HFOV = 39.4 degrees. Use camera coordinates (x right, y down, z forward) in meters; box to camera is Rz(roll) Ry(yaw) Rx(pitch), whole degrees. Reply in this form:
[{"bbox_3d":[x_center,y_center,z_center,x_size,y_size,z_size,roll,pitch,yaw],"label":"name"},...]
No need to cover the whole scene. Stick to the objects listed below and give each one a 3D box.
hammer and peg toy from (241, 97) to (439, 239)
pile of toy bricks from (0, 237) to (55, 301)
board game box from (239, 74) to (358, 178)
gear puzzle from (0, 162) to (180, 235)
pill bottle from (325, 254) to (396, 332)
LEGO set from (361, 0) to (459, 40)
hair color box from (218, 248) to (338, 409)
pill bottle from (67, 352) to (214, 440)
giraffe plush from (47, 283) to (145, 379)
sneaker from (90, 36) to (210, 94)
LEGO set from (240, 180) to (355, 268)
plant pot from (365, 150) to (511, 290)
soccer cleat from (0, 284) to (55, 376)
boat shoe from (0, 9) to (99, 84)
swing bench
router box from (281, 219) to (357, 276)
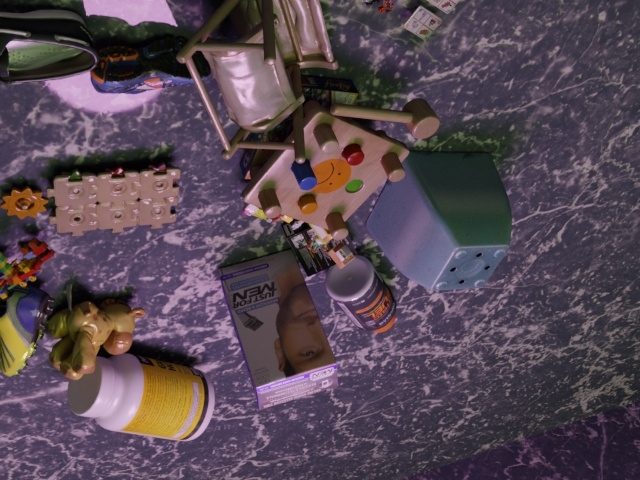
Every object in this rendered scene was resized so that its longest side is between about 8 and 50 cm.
[{"bbox_3d":[0.039,-0.172,1.742,0.266,0.127,0.361,17,128,-39],"label":"hammer and peg toy"},{"bbox_3d":[-0.635,0.048,1.767,0.212,0.118,0.105,-26,118,31],"label":"pile of toy bricks"},{"bbox_3d":[-0.046,-0.220,1.779,0.165,0.042,0.243,1,137,-29],"label":"board game box"},{"bbox_3d":[-0.446,-0.083,1.743,0.339,0.044,0.175,-6,142,-18],"label":"gear puzzle"},{"bbox_3d":[0.112,0.145,2.241,0.130,0.130,0.245,-29,144,7],"label":"pill bottle"},{"bbox_3d":[0.168,-0.477,1.590,0.244,0.060,0.182,14,125,-48],"label":"LEGO set"},{"bbox_3d":[-0.098,0.193,2.012,0.185,0.338,0.110,-16,143,-10],"label":"hair color box"},{"bbox_3d":[-0.438,0.380,2.190,0.188,0.188,0.334,-42,140,24],"label":"pill bottle"},{"bbox_3d":[-0.491,0.198,1.991,0.170,0.181,0.210,1,103,-44],"label":"giraffe plush"},{"bbox_3d":[-0.295,-0.295,1.537,0.221,0.083,0.087,-7,168,-29],"label":"sneaker"},{"bbox_3d":[-0.061,-0.032,1.929,0.287,0.132,0.107,35,123,-25],"label":"LEGO set"},{"bbox_3d":[0.290,-0.026,2.023,0.247,0.252,0.248,-2,139,-27],"label":"plant pot"},{"bbox_3d":[-0.664,0.191,1.942,0.121,0.093,0.289,24,132,-11],"label":"soccer cleat"},{"bbox_3d":[-0.490,-0.289,1.366,0.303,0.091,0.114,-18,150,-28],"label":"boat shoe"},{"bbox_3d":[-0.093,-0.308,1.512,0.165,0.254,0.253,5,146,17],"label":"swing bench"},{"bbox_3d":[0.000,0.000,2.072,0.133,0.046,0.179,-24,144,1],"label":"router box"}]
